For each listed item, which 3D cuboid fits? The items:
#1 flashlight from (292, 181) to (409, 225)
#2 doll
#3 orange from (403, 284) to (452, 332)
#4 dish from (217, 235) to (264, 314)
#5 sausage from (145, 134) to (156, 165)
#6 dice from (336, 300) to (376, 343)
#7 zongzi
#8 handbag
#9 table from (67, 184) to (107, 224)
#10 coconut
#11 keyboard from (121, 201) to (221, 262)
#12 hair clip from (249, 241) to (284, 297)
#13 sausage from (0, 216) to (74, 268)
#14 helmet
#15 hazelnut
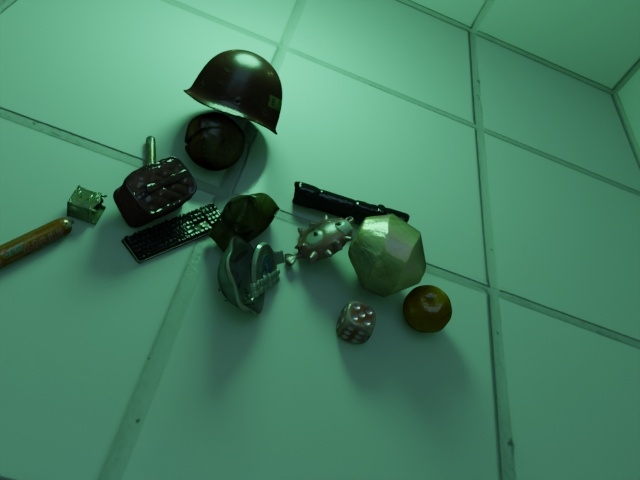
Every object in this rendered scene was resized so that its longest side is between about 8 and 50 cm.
[{"bbox_3d":[0.102,-0.108,1.923,0.423,0.103,0.103,17,47,-9],"label":"flashlight"},{"bbox_3d":[0.000,0.000,1.748,0.261,0.093,0.211,-29,31,-10],"label":"doll"},{"bbox_3d":[0.332,0.217,1.735,0.154,0.134,0.155,-3,48,3],"label":"orange"},{"bbox_3d":[-0.234,0.107,1.551,0.081,0.229,0.230,-14,48,15],"label":"dish"},{"bbox_3d":[-0.540,-0.244,1.778,0.032,0.033,0.269,3,51,-23],"label":"sausage"},{"bbox_3d":[0.104,0.239,1.623,0.094,0.093,0.091,23,46,-5],"label":"dice"},{"bbox_3d":[-0.186,-0.107,1.645,0.123,0.289,0.260,44,46,3],"label":"zongzi"},{"bbox_3d":[-0.481,-0.142,1.629,0.225,0.135,0.146,-33,93,-42],"label":"handbag"},{"bbox_3d":[-0.661,-0.101,1.579,0.083,0.062,0.079,20,47,-9],"label":"table"},{"bbox_3d":[0.209,0.051,1.725,0.259,0.259,0.259,13,48,-15],"label":"coconut"},{"bbox_3d":[-0.425,-0.031,1.655,0.317,0.027,0.106,-28,68,-39],"label":"keyboard"},{"bbox_3d":[-0.163,0.071,1.604,0.054,0.140,0.220,-1,10,16],"label":"hair clip"},{"bbox_3d":[-0.783,0.026,1.419,0.053,0.053,0.347,41,47,12],"label":"sausage"},{"bbox_3d":[-0.270,-0.534,1.906,0.337,0.230,0.385,27,9,14],"label":"helmet"},{"bbox_3d":[-0.362,-0.329,1.849,0.208,0.208,0.208,13,48,-15],"label":"hazelnut"}]
